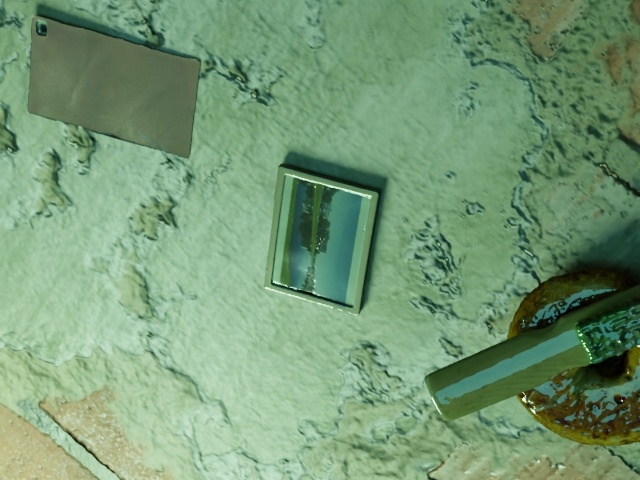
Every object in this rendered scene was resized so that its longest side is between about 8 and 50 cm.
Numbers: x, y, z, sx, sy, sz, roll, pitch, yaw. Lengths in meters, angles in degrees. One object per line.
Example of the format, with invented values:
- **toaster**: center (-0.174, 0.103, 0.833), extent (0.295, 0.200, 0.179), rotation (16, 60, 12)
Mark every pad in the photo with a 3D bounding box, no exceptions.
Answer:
- **pad**: center (-0.216, -0.159, 1.394), extent (0.187, 0.006, 0.113), rotation (16, 120, 11)

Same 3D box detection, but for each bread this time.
- **bread**: center (0.271, 0.116, 1.318), extent (0.193, 0.064, 0.193), rotation (6, 113, 14)

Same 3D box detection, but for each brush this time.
- **brush**: center (0.229, 0.103, 1.267), extent (0.282, 0.048, 0.054), rotation (-25, 98, 20)

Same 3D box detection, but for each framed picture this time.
- **framed picture**: center (0.000, 0.000, 1.389), extent (0.109, 0.011, 0.149), rotation (15, 120, 13)
